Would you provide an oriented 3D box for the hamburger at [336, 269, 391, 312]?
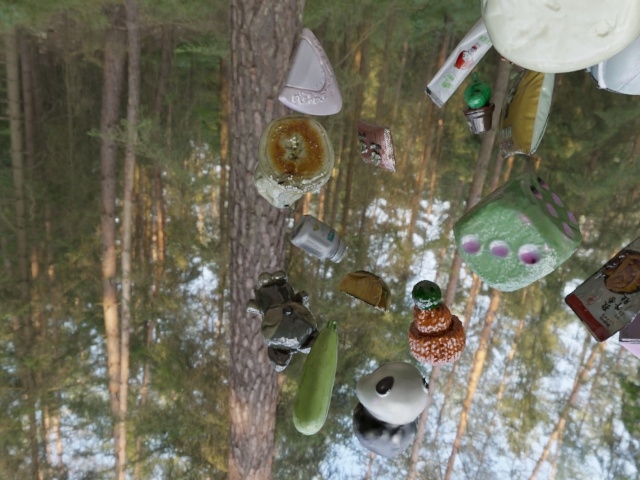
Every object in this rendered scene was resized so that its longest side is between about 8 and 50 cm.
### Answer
[{"bbox_3d":[0.180,0.189,1.827,0.124,0.131,0.262,25,176,-39],"label":"hamburger"}]

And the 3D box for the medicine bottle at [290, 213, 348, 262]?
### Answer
[{"bbox_3d":[0.000,0.000,1.847,0.215,0.135,0.135,30,-173,-19],"label":"medicine bottle"}]

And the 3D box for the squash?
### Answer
[{"bbox_3d":[-0.010,0.441,1.521,0.118,0.371,0.118,12,171,2],"label":"squash"}]

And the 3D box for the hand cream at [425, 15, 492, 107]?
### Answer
[{"bbox_3d":[0.469,-0.591,1.494,0.121,0.336,0.076,20,-154,-43],"label":"hand cream"}]

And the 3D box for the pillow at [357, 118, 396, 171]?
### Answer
[{"bbox_3d":[0.187,-0.330,1.622,0.075,0.171,0.179,-27,-146,-21],"label":"pillow"}]

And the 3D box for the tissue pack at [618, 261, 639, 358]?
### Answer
[{"bbox_3d":[0.845,0.171,1.187,0.148,0.246,0.092,30,156,-28],"label":"tissue pack"}]

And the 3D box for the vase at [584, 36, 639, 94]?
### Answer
[{"bbox_3d":[0.875,-0.596,1.157,0.250,0.445,0.250,1,-126,-2],"label":"vase"}]

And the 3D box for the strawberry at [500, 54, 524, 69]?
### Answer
[{"bbox_3d":[0.716,-0.689,1.703,0.121,0.082,0.188,34,-155,-1],"label":"strawberry"}]

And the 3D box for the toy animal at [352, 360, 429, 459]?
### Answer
[{"bbox_3d":[0.245,0.559,1.586,0.250,0.310,0.251,7,-148,-4],"label":"toy animal"}]

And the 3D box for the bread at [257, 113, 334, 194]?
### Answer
[{"bbox_3d":[-0.094,-0.317,1.744,0.305,0.306,0.159,3,174,-10],"label":"bread"}]

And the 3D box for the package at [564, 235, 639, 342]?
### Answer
[{"bbox_3d":[0.702,0.115,1.083,0.030,0.239,0.154,22,-149,-23],"label":"package"}]

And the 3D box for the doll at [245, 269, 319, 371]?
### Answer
[{"bbox_3d":[-0.131,0.342,1.913,0.252,0.382,0.379,-22,151,1],"label":"doll"}]

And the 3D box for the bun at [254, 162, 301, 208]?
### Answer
[{"bbox_3d":[-0.150,-0.318,2.041,0.211,0.360,0.359,36,-159,8],"label":"bun"}]

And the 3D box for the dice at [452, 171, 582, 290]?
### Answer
[{"bbox_3d":[0.702,-0.034,1.670,0.318,0.322,0.330,-32,173,-47],"label":"dice"}]

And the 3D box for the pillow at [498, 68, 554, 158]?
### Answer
[{"bbox_3d":[0.660,-0.421,1.504,0.119,0.312,0.310,8,-172,4],"label":"pillow"}]

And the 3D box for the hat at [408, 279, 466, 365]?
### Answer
[{"bbox_3d":[0.491,0.357,2.130,0.285,0.400,0.285,-25,-167,6],"label":"hat"}]

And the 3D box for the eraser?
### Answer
[{"bbox_3d":[-0.002,-0.430,1.291,0.059,0.204,0.243,14,174,37],"label":"eraser"}]

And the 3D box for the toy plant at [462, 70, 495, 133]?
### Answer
[{"bbox_3d":[0.531,-0.466,1.571,0.105,0.200,0.143,-6,-158,31],"label":"toy plant"}]

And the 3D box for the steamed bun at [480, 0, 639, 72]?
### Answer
[{"bbox_3d":[0.528,-0.533,0.985,0.333,0.312,0.233,19,-123,30],"label":"steamed bun"}]
